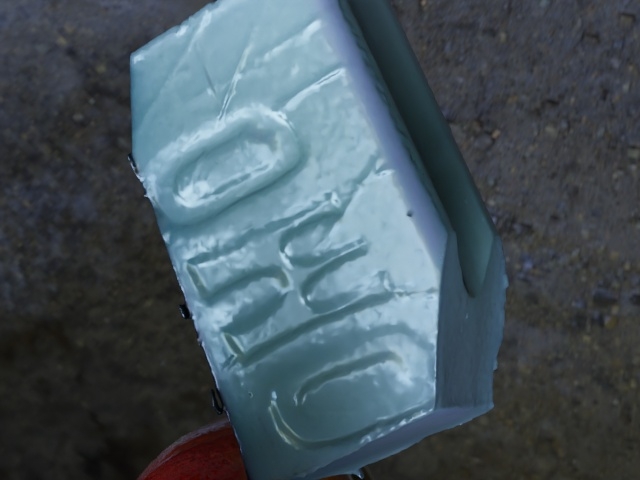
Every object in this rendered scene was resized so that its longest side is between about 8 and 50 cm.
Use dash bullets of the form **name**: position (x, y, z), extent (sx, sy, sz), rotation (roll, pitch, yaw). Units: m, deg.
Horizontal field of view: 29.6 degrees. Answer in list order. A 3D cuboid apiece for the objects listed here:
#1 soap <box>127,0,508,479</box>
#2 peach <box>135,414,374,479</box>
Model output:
- **soap**: position (0.000, 0.000, 0.581), extent (0.145, 0.091, 0.231), rotation (-27, 83, 25)
- **peach**: position (-0.077, 0.274, 1.043), extent (0.274, 0.249, 0.245), rotation (-37, 138, 4)
